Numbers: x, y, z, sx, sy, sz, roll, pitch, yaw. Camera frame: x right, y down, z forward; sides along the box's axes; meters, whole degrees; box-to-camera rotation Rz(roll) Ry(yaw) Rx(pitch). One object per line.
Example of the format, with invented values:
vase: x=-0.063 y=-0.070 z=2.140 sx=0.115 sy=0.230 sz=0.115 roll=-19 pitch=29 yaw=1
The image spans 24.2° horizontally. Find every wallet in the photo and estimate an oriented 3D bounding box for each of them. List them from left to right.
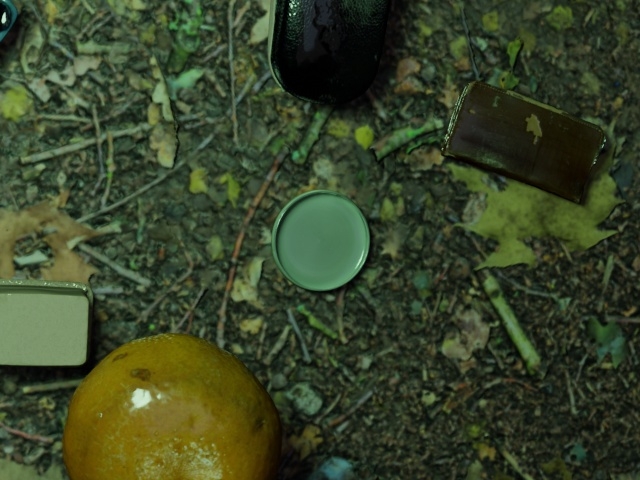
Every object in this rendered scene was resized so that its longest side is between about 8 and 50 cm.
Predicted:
wallet: x=0.224 y=-0.110 z=1.648 sx=0.176 sy=0.026 sz=0.095 roll=17 pitch=96 yaw=-16

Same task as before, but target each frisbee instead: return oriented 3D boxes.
frisbee: x=0.000 y=0.000 z=1.597 sx=0.110 sy=0.014 sz=0.110 roll=-1 pitch=95 yaw=-17

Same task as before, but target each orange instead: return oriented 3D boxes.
orange: x=-0.149 y=0.201 z=1.492 sx=0.224 sy=0.170 sz=0.224 roll=-3 pitch=111 yaw=-9

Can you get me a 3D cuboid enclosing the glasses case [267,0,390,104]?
glasses case: x=0.016 y=-0.297 z=1.541 sx=0.122 sy=0.075 sz=0.314 roll=3 pitch=97 yaw=-23

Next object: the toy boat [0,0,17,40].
toy boat: x=-0.391 y=-0.262 z=1.417 sx=0.223 sy=0.097 sz=0.100 roll=40 pitch=80 yaw=-16

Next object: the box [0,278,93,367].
box: x=-0.287 y=0.086 z=1.496 sx=0.122 sy=0.062 sz=0.089 roll=3 pitch=94 yaw=-17
